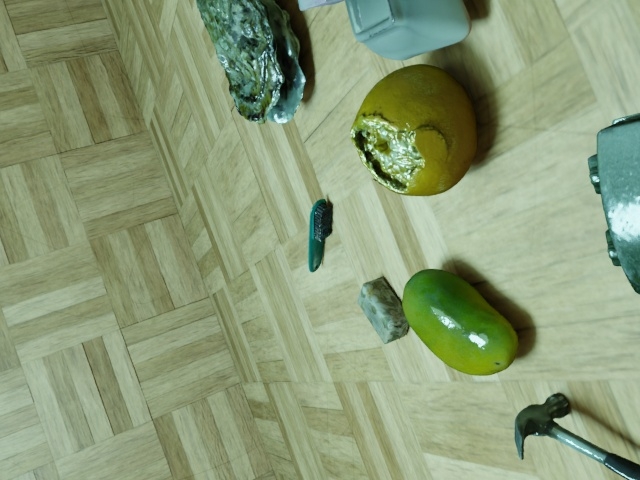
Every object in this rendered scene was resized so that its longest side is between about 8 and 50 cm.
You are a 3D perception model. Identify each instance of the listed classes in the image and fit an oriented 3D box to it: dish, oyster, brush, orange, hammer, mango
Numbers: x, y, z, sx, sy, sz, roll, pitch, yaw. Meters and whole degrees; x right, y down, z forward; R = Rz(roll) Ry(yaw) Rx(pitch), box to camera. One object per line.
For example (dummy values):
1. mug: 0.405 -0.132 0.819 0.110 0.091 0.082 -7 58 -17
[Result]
1. dish: 0.069 -0.303 0.722 0.151 0.077 0.213 8 115 64
2. oyster: -0.118 -0.370 1.127 0.162 0.158 0.351 -18 82 26
3. brush: 0.000 0.000 1.264 0.032 0.043 0.193 36 144 29
4. orange: 0.107 -0.124 0.777 0.154 0.134 0.155 163 90 -76
5. hammer: 0.304 0.232 0.677 0.246 0.103 0.029 23 123 53
6. mango: 0.176 0.112 0.870 0.191 0.085 0.122 48 146 47

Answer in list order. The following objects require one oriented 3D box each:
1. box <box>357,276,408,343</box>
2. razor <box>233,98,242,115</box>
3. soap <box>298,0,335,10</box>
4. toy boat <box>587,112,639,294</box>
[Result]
1. box: 0.104 0.115 1.100 0.098 0.045 0.062 56 153 35
2. razor: -0.205 -0.419 1.391 0.056 0.093 0.324 -19 95 33
3. soap: 0.005 -0.320 0.682 0.100 0.056 0.149 20 125 60
4. toy boat: 0.317 -0.036 0.416 0.319 0.092 0.141 -6 102 61
